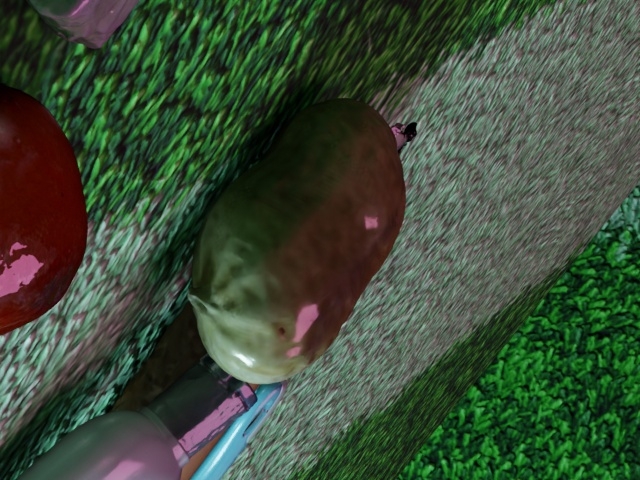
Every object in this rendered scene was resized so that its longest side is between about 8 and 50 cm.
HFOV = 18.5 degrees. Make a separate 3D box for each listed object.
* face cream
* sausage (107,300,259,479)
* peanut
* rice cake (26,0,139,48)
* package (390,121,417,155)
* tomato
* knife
[{"bbox_3d":[-0.171,0.192,1.439,0.291,0.071,0.144,-40,153,-13],"label":"face cream"},{"bbox_3d":[-0.110,0.127,1.538,0.289,0.086,0.086,-53,167,6],"label":"sausage"},{"bbox_3d":[-0.018,-0.003,1.432,0.224,0.129,0.129,-59,170,-22],"label":"peanut"},{"bbox_3d":[-0.064,-0.185,0.983,0.221,0.042,0.080,-51,171,-10],"label":"rice cake"},{"bbox_3d":[0.000,0.000,1.648,0.194,0.071,0.269,-44,177,-24],"label":"package"},{"bbox_3d":[-0.174,0.007,1.004,0.159,0.091,0.139,-50,166,0],"label":"tomato"},{"bbox_3d":[-0.103,0.213,1.903,0.222,0.031,0.064,-53,171,15],"label":"knife"}]
